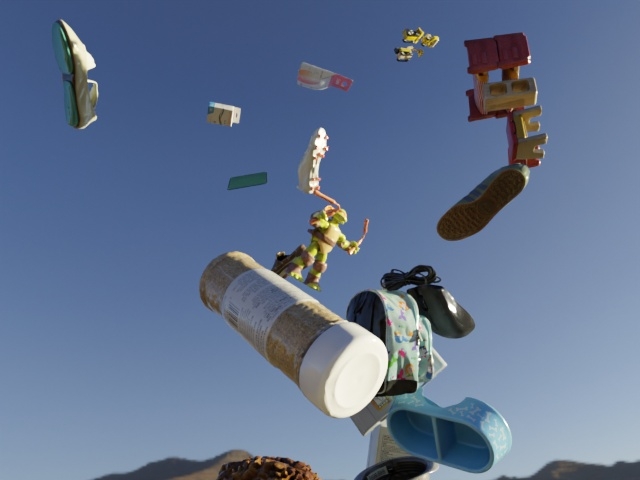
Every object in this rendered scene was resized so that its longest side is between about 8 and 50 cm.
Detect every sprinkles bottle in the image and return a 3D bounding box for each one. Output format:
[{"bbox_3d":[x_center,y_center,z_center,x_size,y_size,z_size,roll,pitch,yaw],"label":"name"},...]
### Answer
[{"bbox_3d":[-0.060,0.126,0.784,0.121,0.121,0.355,31,-3,-43],"label":"sprinkles bottle"}]

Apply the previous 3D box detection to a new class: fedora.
[{"bbox_3d":[0.211,0.676,1.359,0.244,0.124,0.275,-14,-12,-6],"label":"fedora"}]

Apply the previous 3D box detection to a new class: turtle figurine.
[{"bbox_3d":[0.000,0.000,1.200,0.087,0.217,0.269,27,-6,33],"label":"turtle figurine"}]

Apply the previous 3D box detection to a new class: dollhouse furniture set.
[{"bbox_3d":[0.460,-0.327,1.297,0.152,0.373,0.201,-4,-31,15],"label":"dollhouse furniture set"}]

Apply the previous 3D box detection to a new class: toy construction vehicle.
[{"bbox_3d":[0.212,-0.450,1.155,0.098,0.035,0.086,-10,-19,-28],"label":"toy construction vehicle"}]

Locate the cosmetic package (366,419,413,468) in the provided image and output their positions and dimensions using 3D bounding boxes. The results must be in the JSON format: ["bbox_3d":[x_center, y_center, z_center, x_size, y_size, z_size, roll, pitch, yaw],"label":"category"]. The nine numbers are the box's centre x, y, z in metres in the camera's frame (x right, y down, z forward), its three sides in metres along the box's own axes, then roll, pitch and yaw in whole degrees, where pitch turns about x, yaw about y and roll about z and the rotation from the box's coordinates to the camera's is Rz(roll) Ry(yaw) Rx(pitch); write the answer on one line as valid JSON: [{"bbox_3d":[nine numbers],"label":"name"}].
[{"bbox_3d":[0.240,0.781,1.742,0.153,0.296,0.129,11,-8,-5],"label":"cosmetic package"}]

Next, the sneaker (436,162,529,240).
[{"bbox_3d":[0.298,-0.071,0.913,0.086,0.064,0.192,-36,-7,-48],"label":"sneaker"}]

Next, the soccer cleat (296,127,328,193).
[{"bbox_3d":[-0.031,-0.236,1.492,0.076,0.196,0.068,19,15,33],"label":"soccer cleat"}]

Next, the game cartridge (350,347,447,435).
[{"bbox_3d":[0.169,0.359,1.385,0.297,0.198,0.062,-44,-26,6],"label":"game cartridge"}]

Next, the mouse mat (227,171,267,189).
[{"bbox_3d":[-0.281,-0.232,1.967,0.153,0.189,0.007,-10,-67,-2],"label":"mouse mat"}]

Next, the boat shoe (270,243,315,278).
[{"bbox_3d":[-0.131,0.084,1.865,0.258,0.095,0.095,-28,4,34],"label":"boat shoe"}]

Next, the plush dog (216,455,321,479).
[{"bbox_3d":[-0.031,0.272,0.318,0.211,0.262,0.225,18,-74,-30],"label":"plush dog"}]

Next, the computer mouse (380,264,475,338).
[{"bbox_3d":[0.287,0.178,1.311,0.272,0.072,0.188,42,-31,-18],"label":"computer mouse"}]

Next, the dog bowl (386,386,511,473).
[{"bbox_3d":[0.286,0.447,1.191,0.297,0.165,0.074,1,19,39],"label":"dog bowl"}]

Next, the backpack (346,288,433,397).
[{"bbox_3d":[0.158,0.245,1.247,0.191,0.253,0.225,1,-14,-25],"label":"backpack"}]

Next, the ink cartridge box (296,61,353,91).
[{"bbox_3d":[0.011,-0.537,1.724,0.179,0.045,0.145,20,0,-6],"label":"ink cartridge box"}]

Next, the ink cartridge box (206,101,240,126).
[{"bbox_3d":[-0.259,-0.336,1.358,0.083,0.028,0.048,8,-52,-10],"label":"ink cartridge box"}]

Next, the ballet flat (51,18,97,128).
[{"bbox_3d":[-0.568,-0.387,1.189,0.086,0.086,0.248,3,-58,-10],"label":"ballet flat"}]
